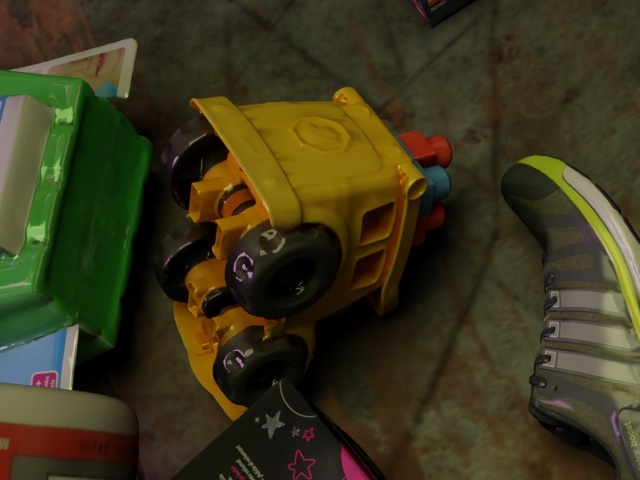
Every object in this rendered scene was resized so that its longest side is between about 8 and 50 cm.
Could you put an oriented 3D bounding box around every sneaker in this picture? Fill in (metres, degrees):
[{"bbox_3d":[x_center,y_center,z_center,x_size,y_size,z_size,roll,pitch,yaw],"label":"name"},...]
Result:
[{"bbox_3d":[0.183,0.065,1.053,0.121,0.111,0.300,-30,54,7],"label":"sneaker"}]

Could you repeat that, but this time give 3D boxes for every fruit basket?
[{"bbox_3d":[-0.320,-0.004,1.247,0.353,0.165,0.327,-4,61,23],"label":"fruit basket"}]

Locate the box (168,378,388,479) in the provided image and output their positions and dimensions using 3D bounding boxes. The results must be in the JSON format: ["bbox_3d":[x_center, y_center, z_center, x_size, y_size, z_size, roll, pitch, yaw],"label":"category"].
[{"bbox_3d":[0.020,0.239,0.978,0.142,0.163,0.247,-41,56,-1],"label":"box"}]

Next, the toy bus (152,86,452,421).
[{"bbox_3d":[0.000,0.000,1.131,0.211,0.220,0.149,-13,46,-27],"label":"toy bus"}]

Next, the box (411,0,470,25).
[{"bbox_3d":[0.147,-0.301,1.308,0.233,0.044,0.159,-32,56,1],"label":"box"}]

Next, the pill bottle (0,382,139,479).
[{"bbox_3d":[-0.231,0.275,0.987,0.210,0.210,0.363,0,80,20],"label":"pill bottle"}]
